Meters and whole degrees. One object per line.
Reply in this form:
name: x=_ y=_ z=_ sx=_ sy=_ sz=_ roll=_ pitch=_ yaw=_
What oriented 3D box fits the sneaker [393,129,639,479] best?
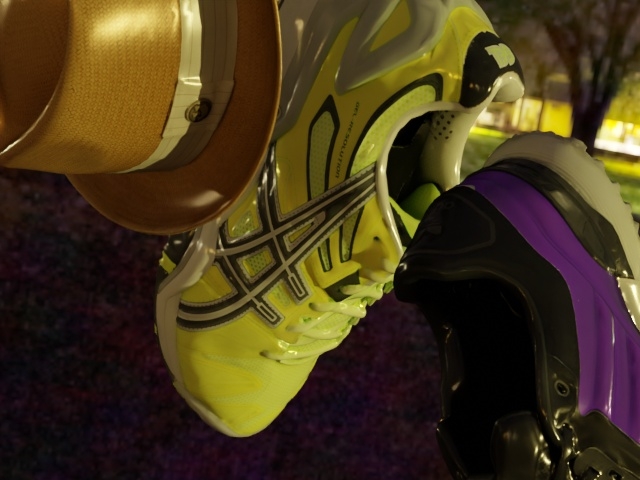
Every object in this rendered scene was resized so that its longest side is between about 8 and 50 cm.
sneaker: x=0.130 y=0.101 z=0.519 sx=0.146 sy=0.293 sz=0.102 roll=-34 pitch=1 yaw=-38

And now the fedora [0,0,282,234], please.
fedora: x=-0.101 y=-0.086 z=0.444 sx=0.194 sy=0.194 sz=0.079 roll=17 pitch=27 yaw=40

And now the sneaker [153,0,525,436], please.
sneaker: x=0.000 y=0.000 z=0.711 sx=0.145 sy=0.384 sz=0.147 roll=-13 pitch=44 yaw=-43
